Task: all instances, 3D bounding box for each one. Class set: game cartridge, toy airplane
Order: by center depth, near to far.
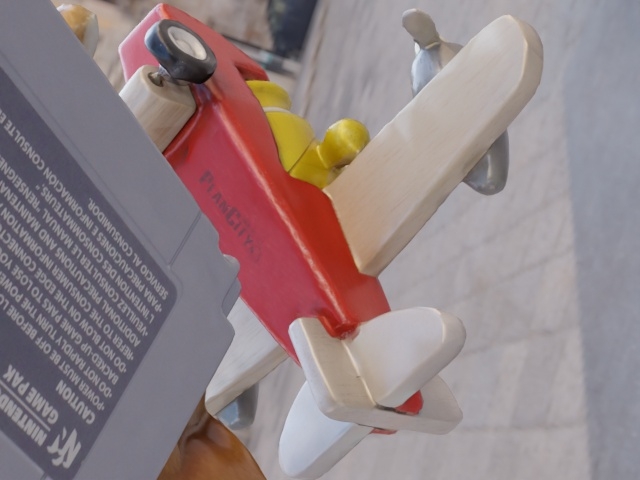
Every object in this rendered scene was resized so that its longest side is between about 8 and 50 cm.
[{"bbox_3d":[-0.142,0.006,0.502,0.294,0.060,0.196,57,-133,-43],"label":"game cartridge"},{"bbox_3d":[0.000,0.000,1.138,0.272,0.386,0.384,-10,-77,-58],"label":"toy airplane"}]

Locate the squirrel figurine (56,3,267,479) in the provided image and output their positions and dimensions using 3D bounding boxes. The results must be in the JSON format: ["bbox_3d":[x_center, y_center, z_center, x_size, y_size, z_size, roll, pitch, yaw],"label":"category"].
[{"bbox_3d":[-0.175,0.062,0.733,0.397,0.281,0.370,-34,-62,-77],"label":"squirrel figurine"}]
